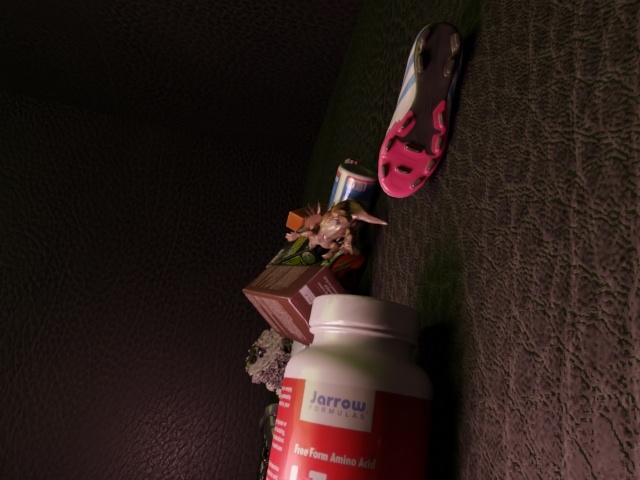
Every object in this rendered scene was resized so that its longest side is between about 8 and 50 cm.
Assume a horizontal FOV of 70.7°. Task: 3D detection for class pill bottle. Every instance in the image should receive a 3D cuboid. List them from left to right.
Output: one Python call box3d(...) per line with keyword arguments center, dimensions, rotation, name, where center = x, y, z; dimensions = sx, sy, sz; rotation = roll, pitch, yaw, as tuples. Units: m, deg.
box3d(center=(0.087, -0.108, 1.345), dimensions=(0.124, 0.125, 0.221), rotation=(-95, 19, -64), name="pill bottle")
box3d(center=(0.044, 0.297, 0.663), dimensions=(0.229, 0.229, 0.407), rotation=(123, 157, -69), name="pill bottle")

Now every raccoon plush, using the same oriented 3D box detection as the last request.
box3d(center=(-0.059, 0.468, 1.615), dimensions=(0.447, 0.299, 0.216), rotation=(-18, 37, 44), name="raccoon plush")

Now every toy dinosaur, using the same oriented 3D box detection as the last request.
box3d(center=(0.041, -0.052, 1.219), dimensions=(0.296, 0.127, 0.200), rotation=(-24, 23, 32), name="toy dinosaur")

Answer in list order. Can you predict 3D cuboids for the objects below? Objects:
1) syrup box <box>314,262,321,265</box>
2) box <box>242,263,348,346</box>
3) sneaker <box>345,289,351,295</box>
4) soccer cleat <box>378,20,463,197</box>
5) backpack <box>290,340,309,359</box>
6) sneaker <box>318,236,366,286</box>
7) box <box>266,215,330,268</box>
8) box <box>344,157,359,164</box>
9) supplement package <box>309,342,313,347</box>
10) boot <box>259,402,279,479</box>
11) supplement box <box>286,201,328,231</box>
box3d(center=(-0.034, 0.200, 1.743), dimensions=(0.096, 0.093, 0.236), rotation=(-25, 43, 33), name="syrup box")
box3d(center=(-0.060, 0.174, 1.245), dimensions=(0.143, 0.191, 0.381), rotation=(-41, 16, -20), name="box")
box3d(center=(0.053, 0.193, 1.336), dimensions=(0.188, 0.067, 0.078), rotation=(115, 157, -76), name="sneaker")
box3d(center=(0.200, -0.245, 0.879), dimensions=(0.143, 0.116, 0.330), rotation=(-41, -33, -76), name="soccer cleat")
box3d(center=(-0.015, 0.347, 1.346), dimensions=(0.166, 0.145, 0.188), rotation=(-132, 49, -74), name="backpack")
box3d(center=(0.043, 0.108, 1.340), dimensions=(0.107, 0.118, 0.279), rotation=(-53, -1, -41), name="sneaker")
box3d(center=(-0.037, 0.007, 1.550), dimensions=(0.216, 0.060, 0.270), rotation=(-22, 20, 38), name="box")
box3d(center=(0.098, -0.209, 1.733), dimensions=(0.114, 0.036, 0.206), rotation=(-134, 56, -81), name="box")
box3d(center=(0.029, 0.369, 0.998), dimensions=(0.134, 0.139, 0.243), rotation=(167, 112, -81), name="supplement package")
box3d(center=(-0.155, 0.875, 1.648), dimensions=(0.366, 0.146, 0.444), rotation=(92, 173, -53), name="boot")
box3d(center=(-0.040, -0.102, 1.945), dimensions=(0.234, 0.078, 0.080), rotation=(-20, -47, -52), name="supplement box")
